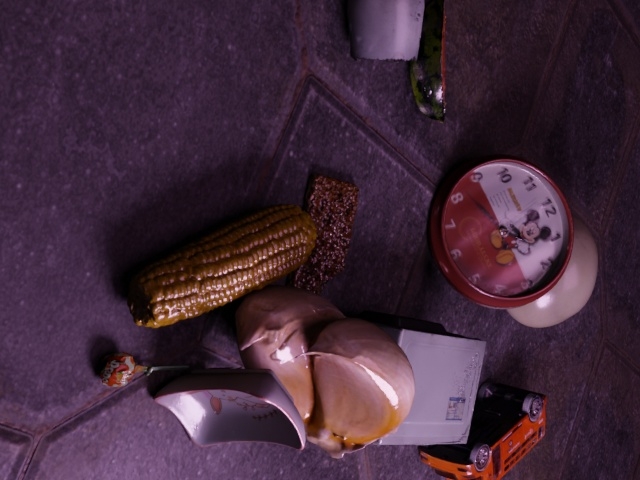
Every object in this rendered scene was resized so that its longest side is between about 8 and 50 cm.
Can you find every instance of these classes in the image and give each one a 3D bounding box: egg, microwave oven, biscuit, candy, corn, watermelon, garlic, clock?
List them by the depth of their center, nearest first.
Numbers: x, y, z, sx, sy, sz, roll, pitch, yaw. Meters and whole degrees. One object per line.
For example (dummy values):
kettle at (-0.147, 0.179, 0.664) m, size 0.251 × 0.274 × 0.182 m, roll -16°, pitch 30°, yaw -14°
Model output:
candy at (-0.260, 0.194, 1.552) m, size 0.056 × 0.049 × 0.184 m, roll -54°, pitch 150°, yaw 17°
corn at (-0.141, 0.037, 1.589) m, size 0.363 × 0.120 × 0.120 m, roll -28°, pitch 119°, yaw -40°
garlic at (-0.003, 0.203, 1.675) m, size 0.249 × 0.286 × 0.313 m, roll -29°, pitch 131°, yaw -20°
biscuit at (0.006, 0.006, 1.819) m, size 0.131 × 0.026 × 0.237 m, roll 13°, pitch 87°, yaw -48°
microwave oven at (0.145, 0.259, 1.918) m, size 0.295 × 0.181 × 0.238 m, roll 13°, pitch 87°, yaw -50°
watermelon at (0.216, -0.345, 1.966) m, size 0.119 × 0.063 × 0.245 m, roll -21°, pitch 110°, yaw -65°
clock at (0.370, -0.019, 2.103) m, size 0.318 × 0.080 × 0.319 m, roll 2°, pitch 82°, yaw -14°
egg at (0.494, 0.061, 2.250) m, size 0.219 × 0.219 × 0.269 m, roll 35°, pitch 77°, yaw -47°

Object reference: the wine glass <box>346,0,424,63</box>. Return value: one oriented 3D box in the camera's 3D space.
wine glass at (0.116, -0.463, 1.754) m, size 0.143 × 0.143 × 0.321 m, roll -5°, pitch 104°, yaw -48°

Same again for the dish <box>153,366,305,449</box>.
dish at (-0.130, 0.252, 1.588) m, size 0.151 × 0.212 × 0.077 m, roll 57°, pitch 39°, yaw -40°

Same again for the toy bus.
toy bus at (0.358, 0.436, 2.235) m, size 0.329 × 0.143 × 0.153 m, roll -28°, pitch 119°, yaw -44°
